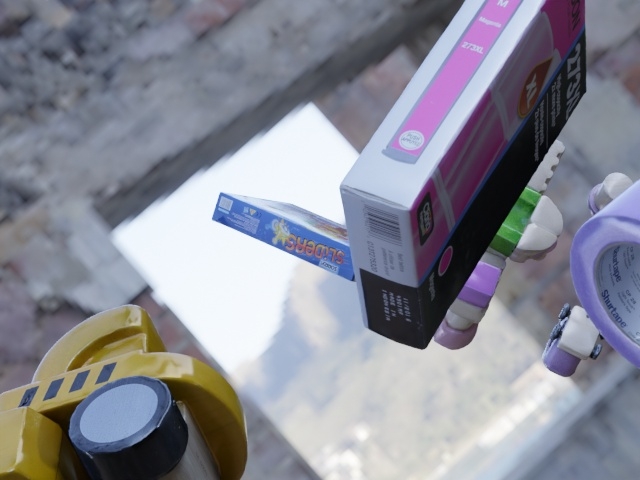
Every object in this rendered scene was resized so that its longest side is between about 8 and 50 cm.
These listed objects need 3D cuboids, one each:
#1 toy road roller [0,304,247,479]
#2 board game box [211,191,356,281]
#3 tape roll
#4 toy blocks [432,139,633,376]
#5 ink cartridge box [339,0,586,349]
[{"bbox_3d":[-0.226,0.201,1.754,0.329,0.202,0.240,-17,35,9],"label":"toy road roller"},{"bbox_3d":[0.000,0.000,2.112,0.136,0.201,0.035,8,-78,-54],"label":"board game box"},{"bbox_3d":[0.329,0.037,1.818,0.080,0.189,0.189,-36,-7,-31],"label":"tape roll"},{"bbox_3d":[0.231,0.025,2.547,0.288,0.309,0.260,-62,-3,-27],"label":"toy blocks"},{"bbox_3d":[0.133,-0.110,1.494,0.371,0.069,0.176,-58,-25,-29],"label":"ink cartridge box"}]
